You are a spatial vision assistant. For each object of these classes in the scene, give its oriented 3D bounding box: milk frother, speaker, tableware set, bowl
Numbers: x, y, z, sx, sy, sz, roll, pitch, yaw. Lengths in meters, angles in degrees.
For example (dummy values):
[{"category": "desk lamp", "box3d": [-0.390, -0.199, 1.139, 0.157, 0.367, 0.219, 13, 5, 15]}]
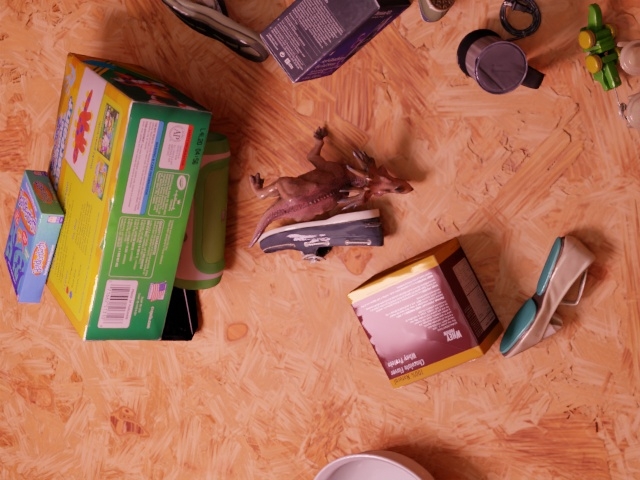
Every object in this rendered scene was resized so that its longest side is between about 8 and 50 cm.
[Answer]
[{"category": "milk frother", "box3d": [0.295, -0.314, 1.473, 0.129, 0.135, 0.143, 1, 111, -6]}, {"category": "speaker", "box3d": [-0.242, -0.059, 1.818, 0.131, 0.131, 0.297, 13, 110, 23]}, {"category": "tableware set", "box3d": [0.534, -0.249, 1.423, 0.141, 0.020, 0.169, -6, 99, 12]}, {"category": "bowl", "box3d": [0.132, 0.523, 1.796, 0.297, 0.134, 0.298, 7, 107, 25]}]

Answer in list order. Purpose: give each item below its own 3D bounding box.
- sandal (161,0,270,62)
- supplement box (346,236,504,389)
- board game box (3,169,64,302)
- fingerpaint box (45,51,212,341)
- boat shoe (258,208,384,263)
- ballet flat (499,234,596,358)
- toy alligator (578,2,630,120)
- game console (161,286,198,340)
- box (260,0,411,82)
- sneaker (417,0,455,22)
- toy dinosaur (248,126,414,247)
[{"category": "sandal", "box3d": [-0.205, -0.431, 1.721, 0.302, 0.120, 0.086, 32, 88, 13]}, {"category": "supplement box", "box3d": [0.187, 0.131, 1.658, 0.191, 0.129, 0.194, -27, 91, 30]}, {"category": "board game box", "box3d": [-0.563, -0.008, 1.816, 0.160, 0.047, 0.210, 53, 129, 45]}, {"category": "fingerpaint box", "box3d": [-0.388, -0.089, 1.753, 0.371, 0.163, 0.445, 36, 116, 51]}, {"category": "boat shoe", "box3d": [0.000, 0.000, 1.740, 0.254, 0.095, 0.079, -12, 88, 20]}, {"category": "ballet flat", "box3d": [0.392, 0.109, 1.584, 0.086, 0.086, 0.248, 31, 115, 16]}, {"category": "toy alligator", "box3d": [0.443, -0.276, 1.462, 0.051, 0.056, 0.190, 3, 113, 70]}, {"category": "game console", "box3d": [-0.426, 0.114, 2.012, 0.361, 0.044, 0.213, -3, 103, 28]}, {"category": "box", "box3d": [0.027, -0.377, 1.580, 0.207, 0.153, 0.108, -37, 87, 31]}, {"category": "sneaker", "box3d": [0.181, -0.449, 1.531, 0.064, 0.086, 0.192, -1, 77, -8]}, {"category": "toy dinosaur", "box3d": [-0.004, -0.084, 1.644, 0.200, 0.295, 0.127, 37, 155, 56]}]
